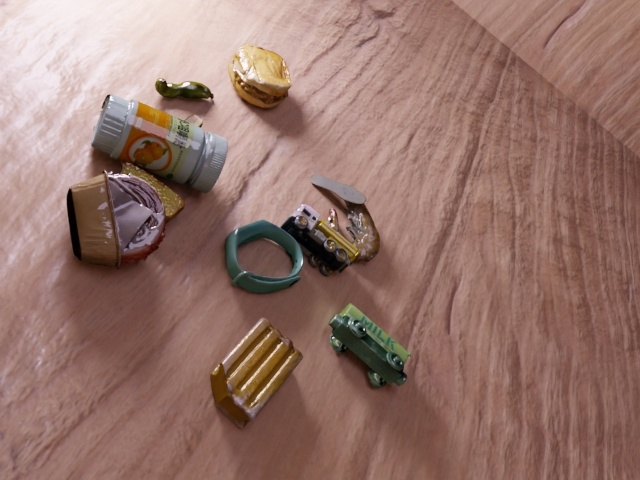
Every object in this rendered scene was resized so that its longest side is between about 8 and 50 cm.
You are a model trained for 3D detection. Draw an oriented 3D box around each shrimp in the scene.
[{"bbox_3d":[0.087,-0.044,2.148,0.173,0.058,0.253,-9,62,-32],"label":"shrimp"}]

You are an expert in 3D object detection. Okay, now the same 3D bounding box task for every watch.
[{"bbox_3d":[-0.152,0.046,1.885,0.237,0.068,0.195,-21,74,-49],"label":"watch"}]

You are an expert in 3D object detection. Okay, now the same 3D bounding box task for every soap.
[{"bbox_3d":[-0.154,0.301,1.671,0.140,0.073,0.232,43,43,1],"label":"soap"}]

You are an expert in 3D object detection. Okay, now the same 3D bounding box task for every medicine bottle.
[{"bbox_3d":[-0.410,-0.247,1.846,0.318,0.158,0.158,20,47,-23],"label":"medicine bottle"}]

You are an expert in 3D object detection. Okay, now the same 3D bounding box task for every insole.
[{"bbox_3d":[0.054,-0.156,2.185,0.188,0.004,0.064,25,50,14],"label":"insole"}]

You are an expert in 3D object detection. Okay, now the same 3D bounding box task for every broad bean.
[{"bbox_3d":[-0.389,-0.434,2.082,0.213,0.070,0.048,-4,77,-50],"label":"broad bean"}]

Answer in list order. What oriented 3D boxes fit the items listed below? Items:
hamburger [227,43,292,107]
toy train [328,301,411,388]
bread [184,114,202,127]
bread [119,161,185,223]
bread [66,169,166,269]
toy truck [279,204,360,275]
[{"bbox_3d":[-0.187,-0.514,2.262,0.213,0.108,0.214,21,48,-25],"label":"hamburger"},{"bbox_3d":[0.133,0.270,1.907,0.253,0.105,0.157,41,28,-3],"label":"toy train"},{"bbox_3d":[-0.351,-0.312,1.976,0.043,0.109,0.062,38,86,-4],"label":"bread"},{"bbox_3d":[-0.431,-0.111,1.793,0.187,0.065,0.103,34,45,-13],"label":"bread"},{"bbox_3d":[-0.463,-0.046,1.659,0.211,0.142,0.224,-7,75,-25],"label":"bread"},{"bbox_3d":[0.000,0.000,2.011,0.227,0.098,0.114,39,41,-8],"label":"toy truck"}]
